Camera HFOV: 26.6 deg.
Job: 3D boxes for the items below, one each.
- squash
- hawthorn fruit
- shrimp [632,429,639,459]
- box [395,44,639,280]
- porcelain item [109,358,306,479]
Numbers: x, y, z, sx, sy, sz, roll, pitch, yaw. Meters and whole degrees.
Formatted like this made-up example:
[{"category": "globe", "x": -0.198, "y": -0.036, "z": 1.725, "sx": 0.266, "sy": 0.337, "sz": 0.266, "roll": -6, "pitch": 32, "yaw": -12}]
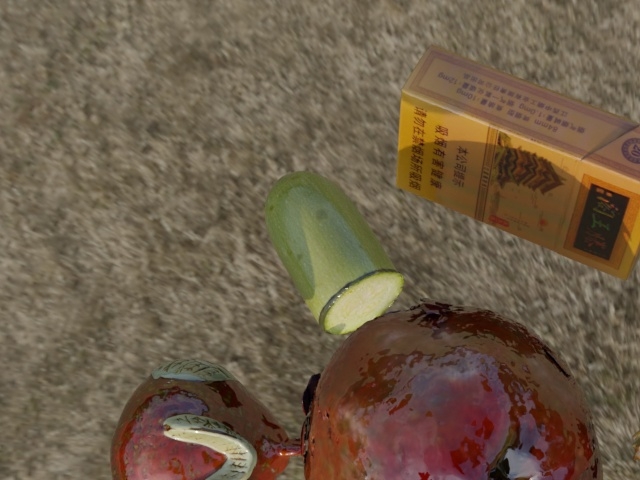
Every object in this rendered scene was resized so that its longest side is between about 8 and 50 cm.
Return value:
[{"category": "squash", "x": 0.000, "y": 0.000, "z": 1.857, "sx": 0.132, "sy": 0.132, "sz": 0.247, "roll": -37, "pitch": 58, "yaw": 5}, {"category": "hawthorn fruit", "x": 0.125, "y": 0.212, "z": 1.279, "sx": 0.316, "sy": 0.316, "sz": 0.315, "roll": -3, "pitch": 78, "yaw": 14}, {"category": "shrimp", "x": 0.163, "y": 0.068, "z": 0.585, "sx": 0.114, "sy": 0.083, "sz": 0.023, "roll": -44, "pitch": 61, "yaw": 38}, {"category": "box", "x": 0.217, "y": -0.080, "z": 1.399, "sx": 0.274, "sy": 0.174, "sz": 0.076, "roll": 23, "pitch": 62, "yaw": 14}, {"category": "porcelain item", "x": -0.133, "y": 0.267, "z": 1.711, "sx": 0.253, "sy": 0.253, "sz": 0.252, "roll": -3, "pitch": 78, "yaw": 14}]
